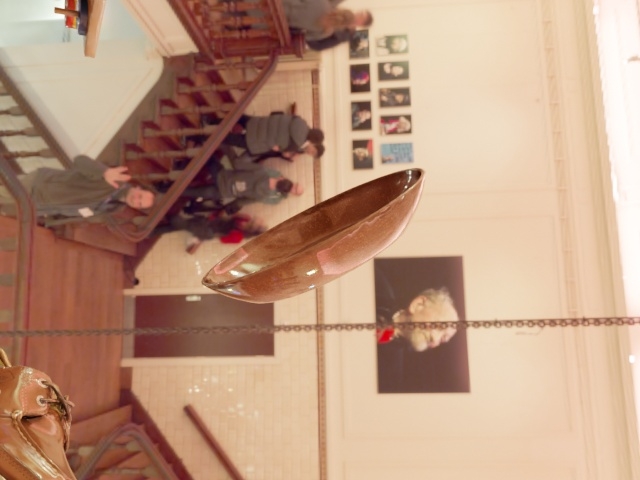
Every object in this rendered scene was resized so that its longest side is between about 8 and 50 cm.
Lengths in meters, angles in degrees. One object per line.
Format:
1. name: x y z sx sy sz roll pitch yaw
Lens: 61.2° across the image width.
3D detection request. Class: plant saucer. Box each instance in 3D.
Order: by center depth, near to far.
1. plant saucer: 0.000 0.000 0.441 0.036 0.199 0.198 63 9 -9

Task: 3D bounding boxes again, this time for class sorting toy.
1. sorting toy: -0.272 -0.308 0.606 0.274 0.046 0.132 -40 -122 53

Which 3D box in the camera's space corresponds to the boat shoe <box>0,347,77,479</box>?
1. boat shoe: -0.290 0.167 0.506 0.104 0.307 0.110 -43 145 -37
